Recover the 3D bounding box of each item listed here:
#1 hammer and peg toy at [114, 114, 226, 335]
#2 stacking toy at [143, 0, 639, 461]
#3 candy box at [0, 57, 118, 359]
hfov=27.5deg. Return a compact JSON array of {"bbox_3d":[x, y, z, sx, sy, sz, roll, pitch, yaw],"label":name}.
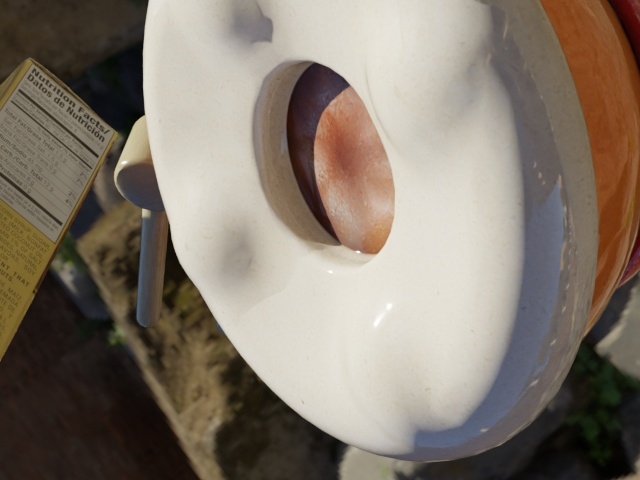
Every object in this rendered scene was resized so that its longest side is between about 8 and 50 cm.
[{"bbox_3d":[0.000,0.000,1.106,0.361,0.127,0.266,20,144,-9],"label":"hammer and peg toy"},{"bbox_3d":[0.163,-0.098,0.826,0.351,0.480,0.350,29,129,44],"label":"stacking toy"},{"bbox_3d":[-0.150,0.021,0.484,0.053,0.186,0.109,42,121,-18],"label":"candy box"}]
